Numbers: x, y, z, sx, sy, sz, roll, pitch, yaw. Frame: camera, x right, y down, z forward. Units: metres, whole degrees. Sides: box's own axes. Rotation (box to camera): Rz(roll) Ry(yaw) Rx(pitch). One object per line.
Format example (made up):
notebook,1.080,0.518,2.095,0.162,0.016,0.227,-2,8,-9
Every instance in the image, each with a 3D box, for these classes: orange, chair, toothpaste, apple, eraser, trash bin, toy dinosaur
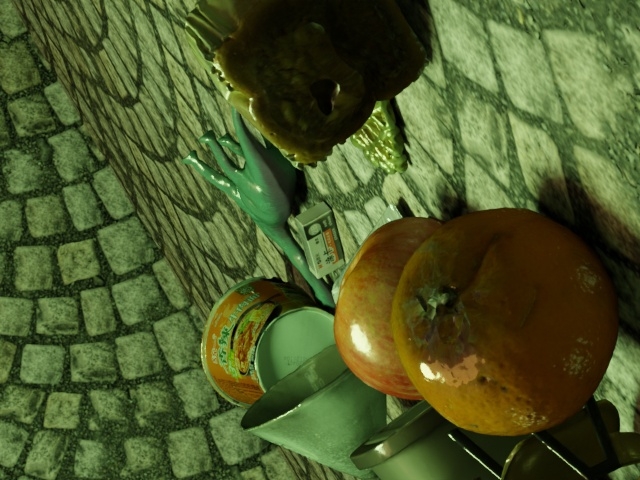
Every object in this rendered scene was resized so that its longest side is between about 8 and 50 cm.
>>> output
orange,0.170,0.073,1.402,0.170,0.224,0.224,15,-157,-43
chair,0.255,0.213,1.520,0.159,0.172,0.247,80,164,-51
toothpaste,0.084,0.036,1.963,0.114,0.073,0.299,59,159,6
apple,0.099,0.073,1.675,0.164,0.209,0.209,18,159,4
eraser,0.000,0.000,2.198,0.029,0.052,0.122,49,162,41
trash bin,0.200,0.287,1.744,0.250,0.219,0.220,53,169,4
toy dinosaur,-0.048,-0.046,2.239,0.331,0.129,0.383,49,165,0

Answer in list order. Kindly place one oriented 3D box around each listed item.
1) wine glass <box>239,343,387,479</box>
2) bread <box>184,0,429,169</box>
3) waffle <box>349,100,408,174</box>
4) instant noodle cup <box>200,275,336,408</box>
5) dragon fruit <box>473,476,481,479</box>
wine glass,0.090,0.368,2.247,0.406,0.267,0.267,58,167,-4
bread,-0.013,-0.192,1.481,0.210,0.192,0.110,50,178,-41
waffle,0.040,-0.161,1.760,0.183,0.036,0.169,43,160,53
instant noodle cup,-0.062,0.182,2.451,0.230,0.230,0.182,64,162,-16
dragon fruit,0.274,0.320,1.603,0.246,0.125,0.125,19,159,10
